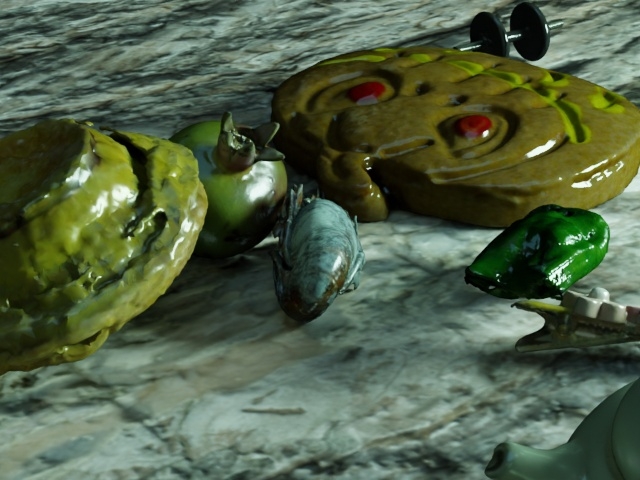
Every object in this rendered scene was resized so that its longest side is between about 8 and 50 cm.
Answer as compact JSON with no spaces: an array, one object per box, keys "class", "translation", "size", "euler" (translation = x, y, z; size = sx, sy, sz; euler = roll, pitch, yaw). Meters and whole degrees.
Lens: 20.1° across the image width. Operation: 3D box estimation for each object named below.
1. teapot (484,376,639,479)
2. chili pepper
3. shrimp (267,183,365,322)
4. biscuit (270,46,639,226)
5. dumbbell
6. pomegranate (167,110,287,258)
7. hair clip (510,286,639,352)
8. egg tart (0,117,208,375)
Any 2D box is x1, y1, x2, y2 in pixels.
[{"class":"teapot","translation":[0.271,0.184,1.090],"size":[0.220,0.149,0.318],"euler":[-30,43,-24]},{"class":"chili pepper","translation":[0.185,0.008,1.490],"size":[0.098,0.061,0.224],"euler":[-2,7,18]},{"class":"shrimp","translation":[0.000,0.000,1.578],"size":[0.090,0.079,0.233],"euler":[32,21,-12]},{"class":"biscuit","translation":[0.122,-0.114,1.797],"size":[0.394,0.070,0.350],"euler":[16,32,32]},{"class":"dumbbell","translation":[0.212,-0.229,2.023],"size":[0.147,0.069,0.069],"euler":[-17,30,-27]},{"class":"pomegranate","translation":[-0.085,-0.061,1.614],"size":[0.129,0.159,0.129],"euler":[25,29,-15]},{"class":"hair clip","translation":[0.259,0.067,1.442],"size":[0.214,0.056,0.062],"euler":[2,-6,9]},{"class":"egg tart","translation":[-0.235,-0.012,1.490],"size":[0.294,0.123,0.294],"euler":[-17,31,11]}]
